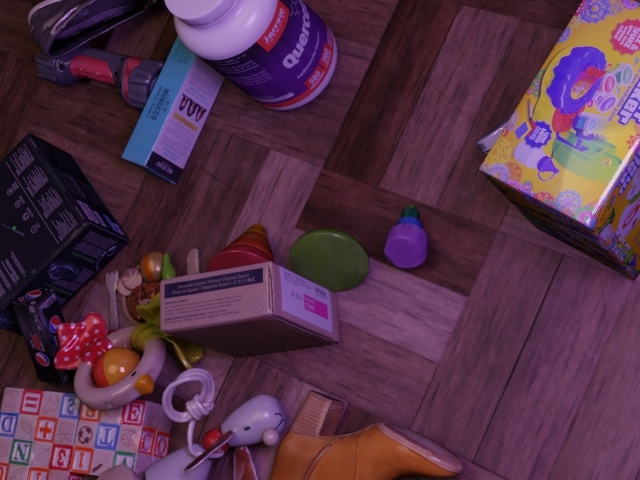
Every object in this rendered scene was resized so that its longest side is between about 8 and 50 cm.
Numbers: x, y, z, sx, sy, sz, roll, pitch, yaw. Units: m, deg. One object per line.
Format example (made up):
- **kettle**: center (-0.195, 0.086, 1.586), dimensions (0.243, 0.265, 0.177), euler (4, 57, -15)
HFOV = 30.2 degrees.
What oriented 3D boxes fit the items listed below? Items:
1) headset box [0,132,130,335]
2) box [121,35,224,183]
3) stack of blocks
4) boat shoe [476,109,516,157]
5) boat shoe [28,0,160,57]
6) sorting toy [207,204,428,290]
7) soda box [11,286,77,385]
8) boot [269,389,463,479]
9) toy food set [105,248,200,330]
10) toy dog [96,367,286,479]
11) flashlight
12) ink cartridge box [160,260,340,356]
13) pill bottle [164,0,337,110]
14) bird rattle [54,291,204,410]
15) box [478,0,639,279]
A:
- **headset box**: center (-0.528, 0.000, 2.130), dimensions (0.283, 0.131, 0.246), euler (-44, 61, 8)
- **box**: center (-0.251, -0.231, 2.081), dimensions (0.060, 0.100, 0.244), euler (21, 84, 32)
- **stack of blocks**: center (-0.402, 0.346, 1.981), dimensions (0.297, 0.087, 0.171), euler (1, 75, 27)
- **boat shoe**: center (0.342, -0.187, 1.790), dimensions (0.219, 0.078, 0.070), euler (-37, 96, 8)
- **boat shoe**: center (-0.373, -0.434, 2.176), dimensions (0.335, 0.112, 0.095), euler (-27, 57, -1)
- **sorting toy**: center (0.000, 0.000, 1.901), dimensions (0.366, 0.127, 0.126), euler (-10, 40, 21)
- **soda box**: center (-0.469, 0.164, 2.034), dimensions (0.060, 0.169, 0.053), euler (6, 33, 28)
- **boot**: center (0.055, 0.364, 1.748), dimensions (0.295, 0.104, 0.211), euler (19, 88, 35)
- **toy food set**: center (-0.296, 0.085, 2.039), dimensions (0.192, 0.038, 0.132), euler (-16, 68, 22)
- **toy dog**: center (-0.194, 0.377, 1.813), dimensions (0.333, 0.220, 0.161), euler (-52, 38, 13)
- **flashlight**: center (-0.398, -0.302, 2.182), dimensions (0.304, 0.103, 0.103), euler (15, 112, 31)
- **ink cartridge box**: center (-0.104, 0.110, 1.820), dimensions (0.193, 0.235, 0.088), euler (-11, 70, 23)
- **pill bottle**: center (-0.114, -0.345, 1.918), dimensions (0.181, 0.323, 0.181), euler (-8, 71, 25)
- **bird rattle**: center (-0.332, 0.187, 1.933), dimensions (0.254, 0.143, 0.207), euler (-11, 36, 15)
- **box**: center (0.402, -0.139, 1.618), dimensions (0.177, 0.279, 0.290), euler (32, 89, 31)
